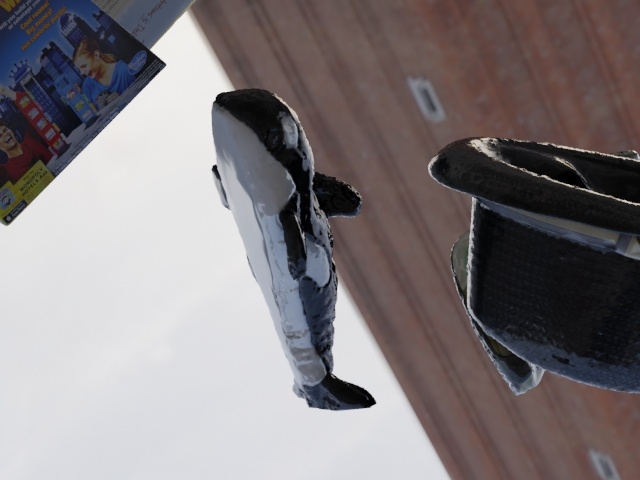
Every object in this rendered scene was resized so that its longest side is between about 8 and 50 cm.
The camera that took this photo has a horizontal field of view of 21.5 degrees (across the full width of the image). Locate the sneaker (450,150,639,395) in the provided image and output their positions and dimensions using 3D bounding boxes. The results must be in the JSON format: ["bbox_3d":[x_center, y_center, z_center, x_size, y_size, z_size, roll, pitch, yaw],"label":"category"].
[{"bbox_3d":[0.266,0.004,1.835,0.182,0.158,0.410,-22,-155,29],"label":"sneaker"}]

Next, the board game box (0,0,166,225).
[{"bbox_3d":[-0.248,-0.148,1.332,0.194,0.194,0.060,-48,-144,-19],"label":"board game box"}]

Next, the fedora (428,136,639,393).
[{"bbox_3d":[0.235,0.027,1.319,0.334,0.152,0.334,13,-167,-3],"label":"fedora"}]

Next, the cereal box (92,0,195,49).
[{"bbox_3d":[-0.225,-0.321,1.738,0.173,0.240,0.047,-47,-166,5],"label":"cereal box"}]

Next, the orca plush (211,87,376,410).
[{"bbox_3d":[0.000,0.000,1.350,0.102,0.287,0.151,-24,-166,-16],"label":"orca plush"}]
